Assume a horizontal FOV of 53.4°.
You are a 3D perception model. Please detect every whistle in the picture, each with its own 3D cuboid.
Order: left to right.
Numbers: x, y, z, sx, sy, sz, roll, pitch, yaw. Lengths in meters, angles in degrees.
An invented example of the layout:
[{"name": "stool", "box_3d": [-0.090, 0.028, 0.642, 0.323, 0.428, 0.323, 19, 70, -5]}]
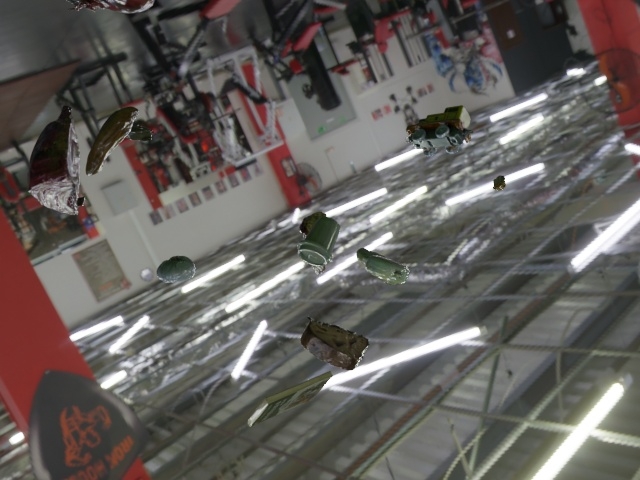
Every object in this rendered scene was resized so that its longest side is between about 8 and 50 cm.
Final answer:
[{"name": "whistle", "box_3d": [0.171, 0.073, 1.843, 0.126, 0.067, 0.258, 18, -174, -24]}]

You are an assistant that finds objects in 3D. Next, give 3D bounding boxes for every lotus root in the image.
[{"name": "lotus root", "box_3d": [0.059, 0.341, 2.045, 0.074, 0.261, 0.170, -59, -155, 17]}]

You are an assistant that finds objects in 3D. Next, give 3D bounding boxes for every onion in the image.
[{"name": "onion", "box_3d": [-0.751, -0.227, 1.804, 0.146, 0.280, 0.314, -4, 161, -15]}, {"name": "onion", "box_3d": [-0.625, -0.759, 1.877, 0.285, 0.273, 0.273, -51, -173, 8]}]

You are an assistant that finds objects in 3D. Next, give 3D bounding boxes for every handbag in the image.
[{"name": "handbag", "box_3d": [-0.650, -0.384, 2.285, 0.111, 0.047, 0.072, -2, 150, -42]}]

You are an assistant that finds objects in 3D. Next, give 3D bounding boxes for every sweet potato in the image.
[{"name": "sweet potato", "box_3d": [-0.454, -0.218, 1.368, 0.054, 0.053, 0.182, 27, -99, 44]}]

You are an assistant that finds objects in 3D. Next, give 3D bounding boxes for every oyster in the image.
[{"name": "oyster", "box_3d": [-0.019, 0.009, 2.269, 0.107, 0.232, 0.161, 4, 161, -18]}]

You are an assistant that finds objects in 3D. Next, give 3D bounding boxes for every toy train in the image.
[{"name": "toy train", "box_3d": [0.347, -0.320, 1.847, 0.219, 0.089, 0.127, -1, -125, 41]}]

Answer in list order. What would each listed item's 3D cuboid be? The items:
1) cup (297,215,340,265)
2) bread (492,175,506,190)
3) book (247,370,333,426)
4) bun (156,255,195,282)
[{"name": "cup", "box_3d": [0.000, 0.000, 2.013, 0.120, 0.120, 0.141, -13, -136, 47]}, {"name": "bread", "box_3d": [0.652, -0.207, 2.319, 0.049, 0.033, 0.088, -28, -164, 24]}, {"name": "book", "box_3d": [-0.102, 0.533, 2.141, 0.264, 0.027, 0.202, -14, 153, -36]}, {"name": "bun", "box_3d": [-0.527, 0.100, 2.314, 0.141, 0.083, 0.141, -6, -161, 2]}]
